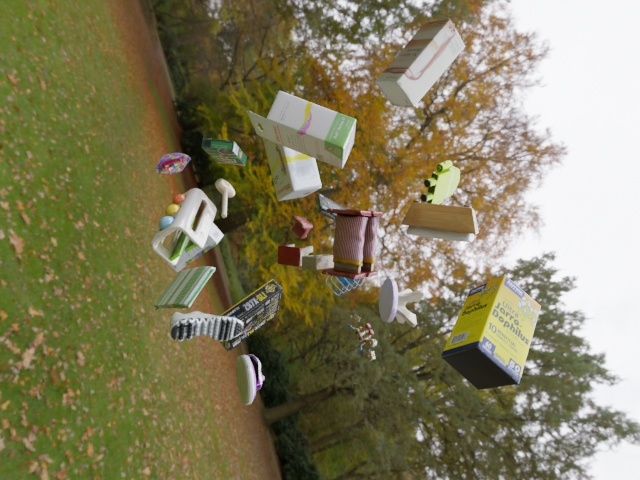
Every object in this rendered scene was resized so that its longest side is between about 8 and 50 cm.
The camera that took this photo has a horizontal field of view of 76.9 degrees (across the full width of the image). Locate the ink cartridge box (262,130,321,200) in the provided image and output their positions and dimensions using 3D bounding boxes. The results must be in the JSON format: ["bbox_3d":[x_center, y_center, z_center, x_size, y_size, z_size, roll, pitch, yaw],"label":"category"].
[{"bbox_3d":[-0.154,-0.417,2.048,0.279,0.161,0.384,-14,-90,67],"label":"ink cartridge box"}]

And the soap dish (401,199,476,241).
[{"bbox_3d":[0.423,-0.065,1.389,0.291,0.229,0.118,-5,102,-67],"label":"soap dish"}]

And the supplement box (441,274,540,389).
[{"bbox_3d":[0.635,0.336,1.494,0.194,0.356,0.195,41,-36,-2],"label":"supplement box"}]

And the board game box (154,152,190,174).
[{"bbox_3d":[-0.668,-0.335,1.831,0.169,0.133,0.033,-34,-110,40],"label":"board game box"}]

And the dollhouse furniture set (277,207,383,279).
[{"bbox_3d":[0.000,0.000,1.279,0.375,0.152,0.201,5,-87,37],"label":"dollhouse furniture set"}]

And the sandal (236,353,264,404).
[{"bbox_3d":[-0.275,0.531,1.610,0.416,0.103,0.169,161,-72,-72],"label":"sandal"}]

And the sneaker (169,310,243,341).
[{"bbox_3d":[-0.448,0.328,1.597,0.118,0.292,0.109,38,-66,56],"label":"sneaker"}]

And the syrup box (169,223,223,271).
[{"bbox_3d":[-0.532,0.023,1.683,0.096,0.237,0.093,51,18,-15],"label":"syrup box"}]

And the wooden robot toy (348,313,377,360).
[{"bbox_3d":[0.172,0.351,1.479,0.079,0.076,0.173,19,40,-54],"label":"wooden robot toy"}]

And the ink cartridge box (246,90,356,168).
[{"bbox_3d":[-0.061,-0.398,1.424,0.207,0.354,0.119,81,32,-80],"label":"ink cartridge box"}]

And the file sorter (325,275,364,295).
[{"bbox_3d":[0.129,0.194,2.063,0.170,0.104,0.118,-32,-73,39],"label":"file sorter"}]

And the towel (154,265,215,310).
[{"bbox_3d":[-0.659,0.231,1.947,0.325,0.247,0.038,-12,-50,43],"label":"towel"}]

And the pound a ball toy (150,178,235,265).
[{"bbox_3d":[-0.412,-0.092,1.314,0.135,0.208,0.319,52,17,-28],"label":"pound a ball toy"}]

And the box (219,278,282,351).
[{"bbox_3d":[-0.334,0.358,1.934,0.079,0.322,0.257,42,-36,20],"label":"box"}]

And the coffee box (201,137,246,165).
[{"bbox_3d":[-0.339,-0.313,1.440,0.184,0.113,0.040,73,25,-85],"label":"coffee box"}]

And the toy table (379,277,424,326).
[{"bbox_3d":[0.419,0.330,2.132,0.252,0.161,0.274,117,-12,-48],"label":"toy table"}]

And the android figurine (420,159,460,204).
[{"bbox_3d":[0.625,-0.291,2.079,0.056,0.273,0.248,37,-41,38],"label":"android figurine"}]

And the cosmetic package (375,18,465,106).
[{"bbox_3d":[0.364,-0.650,1.488,0.129,0.296,0.153,40,-2,-33],"label":"cosmetic package"}]

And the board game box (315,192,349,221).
[{"bbox_3d":[0.069,-0.102,1.508,0.026,0.186,0.126,-55,-158,24],"label":"board game box"}]
